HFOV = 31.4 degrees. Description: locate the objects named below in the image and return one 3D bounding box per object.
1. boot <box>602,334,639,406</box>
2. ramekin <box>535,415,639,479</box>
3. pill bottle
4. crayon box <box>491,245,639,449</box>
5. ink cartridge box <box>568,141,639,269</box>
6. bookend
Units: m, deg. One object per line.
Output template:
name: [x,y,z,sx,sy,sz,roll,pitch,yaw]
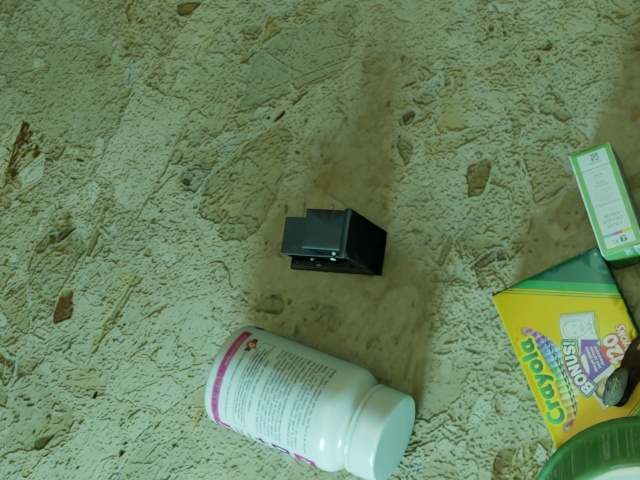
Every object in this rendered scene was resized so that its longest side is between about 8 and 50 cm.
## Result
boot: [0.391,0.165,1.456,0.037,0.114,0.106,20,87,25]
ramekin: [0.406,0.384,1.423,0.303,0.148,0.303,1,96,14]
pill bottle: [-0.015,0.243,1.680,0.283,0.160,0.160,18,86,26]
crayon box: [0.370,0.170,1.574,0.165,0.081,0.278,-27,70,15]
ink cartridge box: [0.414,-0.022,1.584,0.062,0.109,0.209,-21,71,18]
bookend: [0.000,0.000,1.731,0.156,0.157,0.072,4,79,23]
